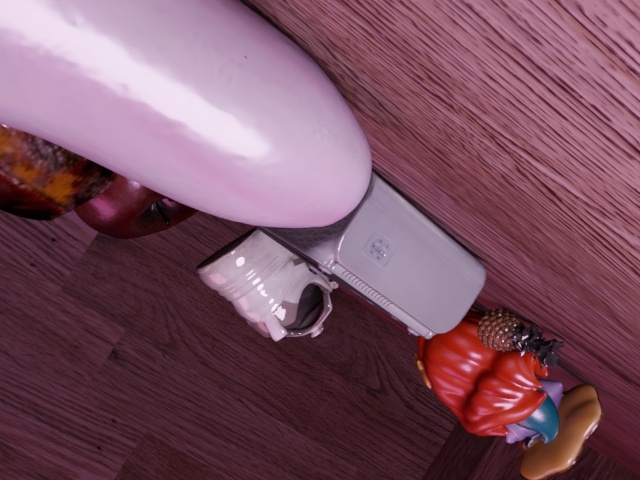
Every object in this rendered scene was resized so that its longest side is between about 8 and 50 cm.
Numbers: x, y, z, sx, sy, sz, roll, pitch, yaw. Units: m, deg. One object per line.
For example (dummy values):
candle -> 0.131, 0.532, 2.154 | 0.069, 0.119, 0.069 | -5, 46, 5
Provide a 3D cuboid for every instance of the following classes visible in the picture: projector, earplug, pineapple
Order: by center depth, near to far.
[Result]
earplug -> -0.086, -0.099, 0.668 | 0.301, 0.172, 0.172 | 28, 179, -31
projector -> 0.024, -0.008, 1.084 | 0.198, 0.108, 0.250 | 36, 175, -38
pineapple -> 0.253, 0.122, 1.274 | 0.124, 0.058, 0.058 | 19, 167, 47

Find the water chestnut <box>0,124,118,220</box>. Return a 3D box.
water chestnut -> -0.342, -0.141, 0.989 | 0.350, 0.302, 0.350 | 31, 171, 5

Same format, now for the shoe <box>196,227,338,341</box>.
shoe -> -0.036, 0.043, 1.291 | 0.159, 0.124, 0.316 | 58, -157, 1

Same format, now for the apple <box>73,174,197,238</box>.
apple -> -0.267, -0.113, 1.452 | 0.234, 0.234, 0.234 | 33, 176, 3

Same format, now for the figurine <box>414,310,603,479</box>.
figurine -> 0.266, 0.210, 1.468 | 0.257, 0.181, 0.208 | 36, -145, -18
